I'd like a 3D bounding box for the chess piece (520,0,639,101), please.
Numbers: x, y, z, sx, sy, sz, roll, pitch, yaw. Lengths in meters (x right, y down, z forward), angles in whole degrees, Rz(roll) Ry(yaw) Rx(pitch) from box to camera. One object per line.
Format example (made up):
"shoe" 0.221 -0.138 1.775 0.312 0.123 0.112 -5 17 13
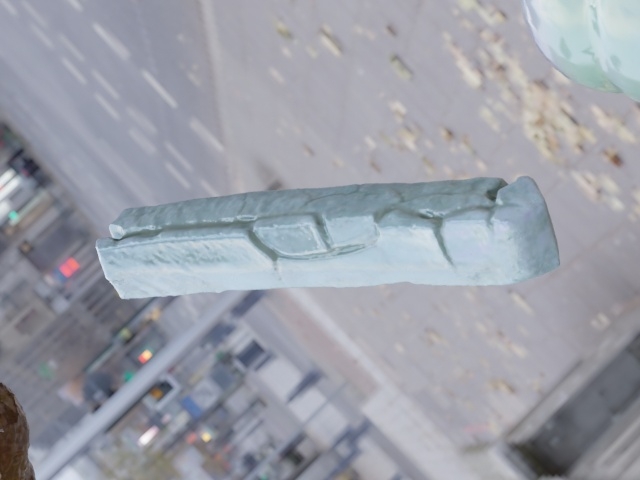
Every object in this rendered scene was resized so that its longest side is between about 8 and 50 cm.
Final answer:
"chess piece" 0.027 -0.147 0.469 0.272 0.139 0.139 27 163 31

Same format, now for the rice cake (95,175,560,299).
"rice cake" 0.000 0.000 1.014 0.336 0.063 0.066 -5 129 26

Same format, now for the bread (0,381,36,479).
"bread" -0.296 0.144 0.881 0.247 0.135 0.232 12 -143 -5
